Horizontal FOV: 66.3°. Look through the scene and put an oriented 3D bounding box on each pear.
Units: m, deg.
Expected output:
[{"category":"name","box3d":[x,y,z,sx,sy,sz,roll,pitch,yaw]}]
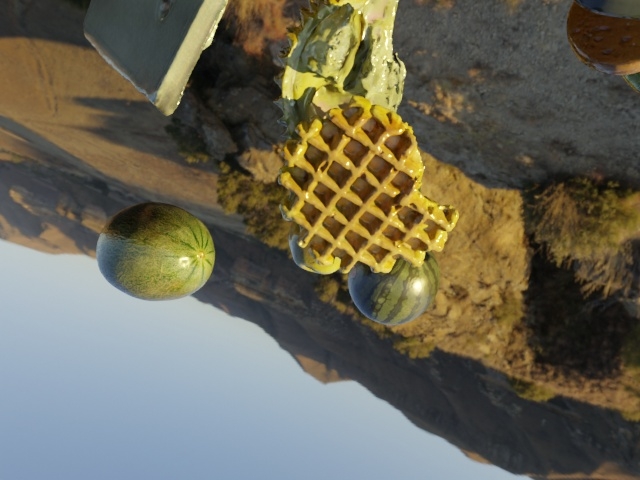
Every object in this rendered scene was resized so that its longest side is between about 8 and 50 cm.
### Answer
[{"category":"pear","box3d":[0.000,0.000,0.989,0.140,0.141,0.104,21,-177,2]}]

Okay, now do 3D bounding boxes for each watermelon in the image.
[{"category":"watermelon","box3d":[0.162,0.086,1.104,0.212,0.212,0.212,21,172,3]}]

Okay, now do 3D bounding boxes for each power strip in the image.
[{"category":"power strip","box3d":[-0.142,-0.244,0.480,0.064,0.198,0.213,8,-149,-51]}]

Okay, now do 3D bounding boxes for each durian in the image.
[{"category":"durian","box3d":[0.033,-0.220,0.676,0.166,0.307,0.172,24,-149,29]}]

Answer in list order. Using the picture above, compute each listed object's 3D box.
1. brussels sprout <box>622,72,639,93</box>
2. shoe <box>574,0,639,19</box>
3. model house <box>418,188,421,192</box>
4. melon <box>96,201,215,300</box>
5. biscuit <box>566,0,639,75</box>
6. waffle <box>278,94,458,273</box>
[{"category":"brussels sprout","box3d":[0.679,-0.358,0.980,0.151,0.122,0.149,24,170,18]},{"category":"shoe","box3d":[0.301,-0.174,0.376,0.240,0.108,0.093,10,151,6]},{"category":"model house","box3d":[0.169,-0.035,1.363,0.184,0.291,0.253,10,141,22]},{"category":"melon","box3d":[-0.192,0.012,0.565,0.167,0.114,0.114,6,165,43]},{"category":"biscuit","box3d":[0.475,-0.431,0.712,0.282,0.433,0.064,12,171,33]},{"category":"waffle","box3d":[0.064,-0.067,0.667,0.248,0.254,0.056,2,-150,5]}]
